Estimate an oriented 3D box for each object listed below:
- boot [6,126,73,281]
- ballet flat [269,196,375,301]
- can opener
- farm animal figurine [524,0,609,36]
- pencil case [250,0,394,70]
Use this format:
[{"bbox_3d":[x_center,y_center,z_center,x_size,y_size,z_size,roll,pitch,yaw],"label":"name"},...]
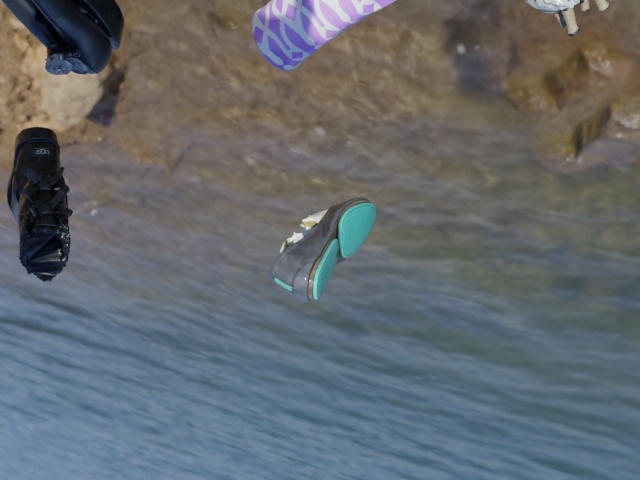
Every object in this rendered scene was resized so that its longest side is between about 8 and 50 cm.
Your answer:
[{"bbox_3d":[-0.211,-0.015,0.612,0.045,0.099,0.121,-4,147,-22],"label":"boot"},{"bbox_3d":[0.000,0.000,0.916,0.074,0.203,0.074,11,121,19],"label":"ballet flat"},{"bbox_3d":[-0.211,-0.181,0.603,0.059,0.073,0.186,0,164,17],"label":"can opener"},{"bbox_3d":[0.342,-0.446,1.017,0.327,0.330,0.172,-31,129,6],"label":"farm animal figurine"},{"bbox_3d":[0.015,-0.267,0.909,0.206,0.086,0.088,-24,158,36],"label":"pencil case"}]
